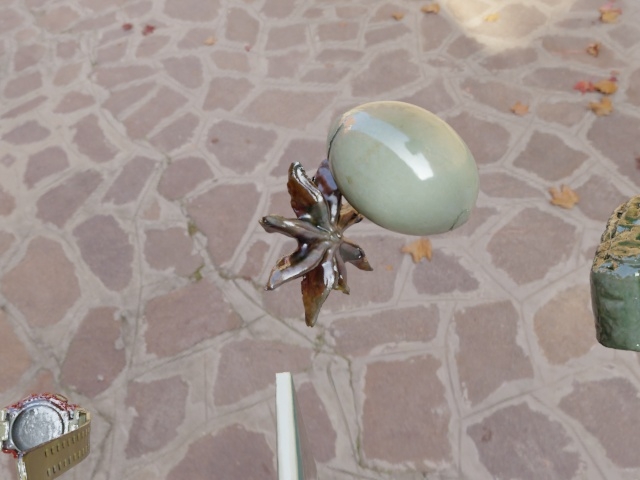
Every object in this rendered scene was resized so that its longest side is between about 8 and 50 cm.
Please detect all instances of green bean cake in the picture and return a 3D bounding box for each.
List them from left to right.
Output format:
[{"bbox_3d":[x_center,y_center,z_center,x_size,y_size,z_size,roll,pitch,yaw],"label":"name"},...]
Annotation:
[{"bbox_3d":[0.332,0.021,0.512,0.183,0.094,0.185,-2,23,36],"label":"green bean cake"}]

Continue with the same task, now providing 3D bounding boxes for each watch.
[{"bbox_3d":[-0.390,0.262,0.788,0.164,0.268,0.102,0,84,-1],"label":"watch"}]

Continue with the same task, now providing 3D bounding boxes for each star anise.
[{"bbox_3d":[0.000,0.001,1.031,0.088,0.288,0.288,-4,43,45],"label":"star anise"}]

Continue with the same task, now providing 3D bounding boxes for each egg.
[{"bbox_3d":[0.122,-0.109,0.933,0.253,0.187,0.187,35,62,8],"label":"egg"}]

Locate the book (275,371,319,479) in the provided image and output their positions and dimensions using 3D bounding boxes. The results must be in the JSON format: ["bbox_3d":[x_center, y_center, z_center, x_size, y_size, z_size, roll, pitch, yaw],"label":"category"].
[{"bbox_3d":[-0.012,0.377,0.764,0.031,0.380,0.264,-8,43,2],"label":"book"}]
